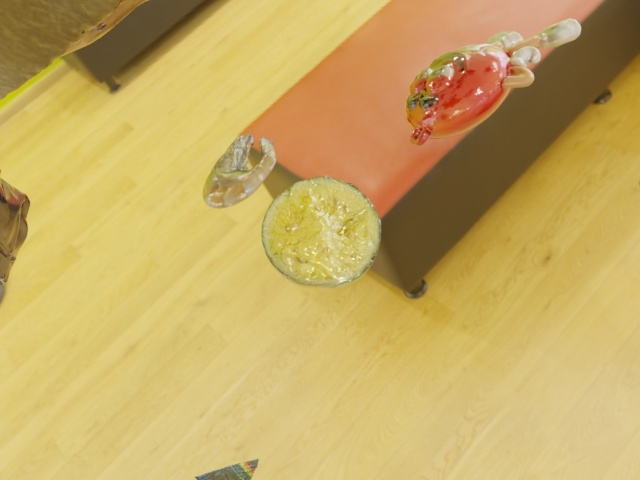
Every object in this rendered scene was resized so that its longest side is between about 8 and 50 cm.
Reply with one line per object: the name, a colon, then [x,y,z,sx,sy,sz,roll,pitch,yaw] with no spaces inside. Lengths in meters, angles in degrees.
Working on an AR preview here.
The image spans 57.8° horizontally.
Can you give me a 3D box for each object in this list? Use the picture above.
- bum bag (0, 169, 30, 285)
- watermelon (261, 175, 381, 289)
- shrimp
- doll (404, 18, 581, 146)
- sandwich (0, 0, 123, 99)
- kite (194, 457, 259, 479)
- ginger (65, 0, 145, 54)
bum bag: [-0.384,-0.037,0.632,0.060,0.248,0.123,4,68,-8]
watermelon: [0.000,0.000,0.521,0.105,0.062,0.105,2,66,-4]
shrimp: [-0.146,-0.154,1.133,0.145,0.059,0.254,-8,38,30]
doll: [0.175,-0.193,0.691,0.217,0.085,0.183,-38,24,-8]
sandwich: [-0.162,-0.176,0.293,0.292,0.109,0.212,-40,45,10]
kite: [-0.091,0.263,0.622,0.090,0.122,0.004,17,103,2]
ginger: [-0.212,-0.250,0.544,0.309,0.107,0.133,-33,35,-13]
